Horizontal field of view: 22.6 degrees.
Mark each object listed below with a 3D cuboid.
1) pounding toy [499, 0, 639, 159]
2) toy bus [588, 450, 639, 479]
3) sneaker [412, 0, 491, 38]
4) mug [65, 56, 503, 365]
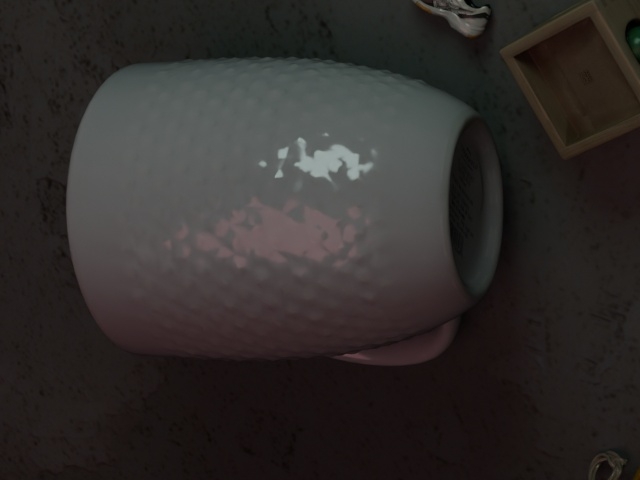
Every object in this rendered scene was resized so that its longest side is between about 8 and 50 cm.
[{"bbox_3d":[0.255,-0.146,1.337,0.141,0.100,0.130,-25,98,48],"label":"pounding toy"},{"bbox_3d":[0.354,0.261,1.454,0.104,0.202,0.191,36,125,-27],"label":"toy bus"},{"bbox_3d":[0.114,-0.214,1.422,0.083,0.032,0.037,32,112,8],"label":"sneaker"},{"bbox_3d":[0.000,0.000,1.470,0.328,0.276,0.374,0,143,24],"label":"mug"}]
